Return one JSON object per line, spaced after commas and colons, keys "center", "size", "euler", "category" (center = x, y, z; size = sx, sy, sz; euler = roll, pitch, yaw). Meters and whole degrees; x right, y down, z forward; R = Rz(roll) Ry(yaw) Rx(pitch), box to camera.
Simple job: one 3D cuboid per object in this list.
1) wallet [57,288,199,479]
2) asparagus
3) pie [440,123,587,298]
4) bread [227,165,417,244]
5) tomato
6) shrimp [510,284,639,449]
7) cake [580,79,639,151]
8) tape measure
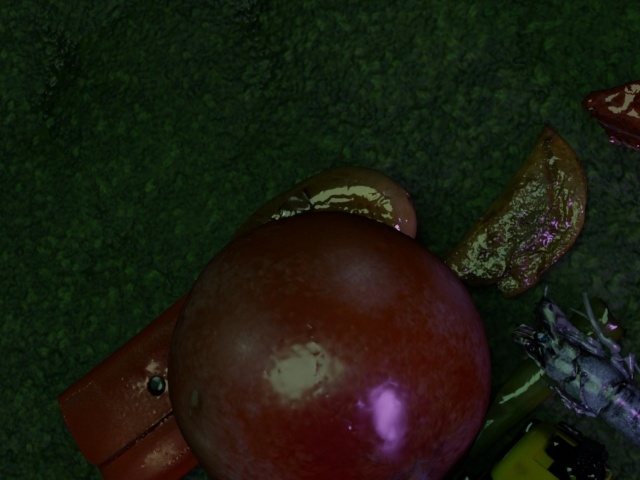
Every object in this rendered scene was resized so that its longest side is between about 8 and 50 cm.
{"center": [-0.141, 0.146, 1.203], "size": [0.204, 0.045, 0.142], "euler": [-38, 72, 10], "category": "wallet"}
{"center": [0.187, 0.121, 1.094], "size": [0.178, 0.041, 0.045], "euler": [-43, 114, 9], "category": "asparagus"}
{"center": [0.180, -0.014, 1.120], "size": [0.092, 0.034, 0.170], "euler": [41, 91, 22], "category": "pie"}
{"center": [0.000, 0.000, 1.160], "size": [0.189, 0.077, 0.114], "euler": [-25, 95, 14], "category": "bread"}
{"center": [0.010, 0.116, 1.032], "size": [0.265, 0.265, 0.265], "euler": [-3, 81, 19], "category": "tomato"}
{"center": [0.234, 0.112, 1.030], "size": [0.174, 0.076, 0.082], "euler": [41, 92, -5], "category": "shrimp"}
{"center": [0.357, -0.060, 0.999], "size": [0.262, 0.158, 0.160], "euler": [-12, 77, 20], "category": "cake"}
{"center": [0.151, 0.229, 1.013], "size": [0.112, 0.186, 0.199], "euler": [37, 96, 13], "category": "tape measure"}
